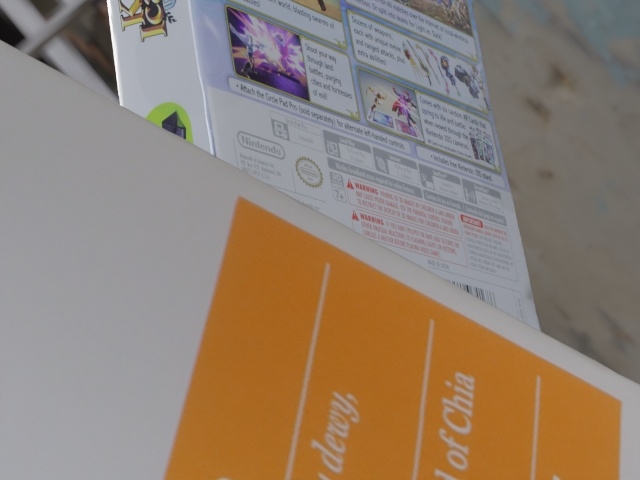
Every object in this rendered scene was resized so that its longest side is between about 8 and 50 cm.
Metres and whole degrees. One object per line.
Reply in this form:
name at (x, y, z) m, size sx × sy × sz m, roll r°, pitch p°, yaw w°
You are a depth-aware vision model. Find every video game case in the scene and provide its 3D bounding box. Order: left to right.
video game case at (0.004, -0.061, 0.980) m, size 0.269 × 0.061 × 0.244 m, roll 16°, pitch -120°, yaw -50°

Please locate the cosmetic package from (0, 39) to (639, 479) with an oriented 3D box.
cosmetic package at (-0.144, 0.059, 0.431) m, size 0.453 × 0.230 × 0.161 m, roll 27°, pitch 129°, yaw -14°
